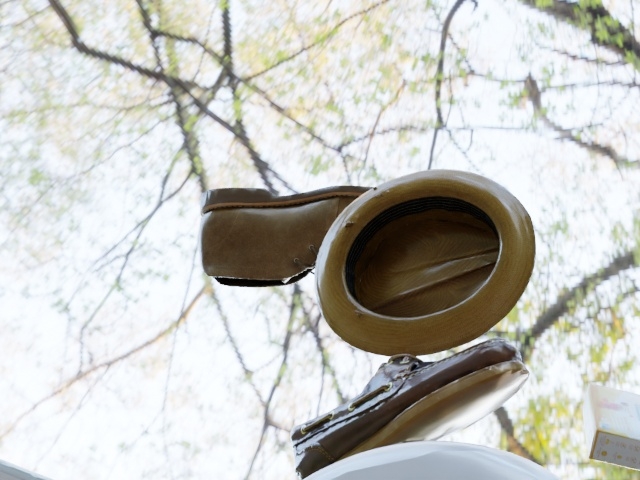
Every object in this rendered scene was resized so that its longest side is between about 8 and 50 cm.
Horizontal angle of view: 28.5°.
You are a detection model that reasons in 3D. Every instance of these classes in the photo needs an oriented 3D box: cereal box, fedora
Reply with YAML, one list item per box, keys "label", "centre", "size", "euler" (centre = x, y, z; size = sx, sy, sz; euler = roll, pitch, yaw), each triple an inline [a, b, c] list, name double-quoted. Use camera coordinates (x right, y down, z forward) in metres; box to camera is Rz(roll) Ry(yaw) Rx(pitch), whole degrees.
- label: "cereal box"
  centre: [0.457, 0.252, 1.593]
  size: [0.240, 0.173, 0.047]
  euler: [12, -76, 5]
- label: "fedora"
  centre: [0.094, 0.030, 1.081]
  size: [0.194, 0.194, 0.079]
  euler: [-15, -34, 15]

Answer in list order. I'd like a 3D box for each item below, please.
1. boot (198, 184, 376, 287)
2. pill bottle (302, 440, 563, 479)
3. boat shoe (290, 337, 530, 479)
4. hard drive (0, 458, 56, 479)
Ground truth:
- label: "boot"
  centre: [0.000, 0.000, 1.490]
  size: [0.305, 0.112, 0.115]
  euler: [-3, -112, 18]
- label: "pill bottle"
  centre: [0.078, 0.264, 0.604]
  size: [0.188, 0.187, 0.334]
  euler: [-11, -48, 13]
- label: "boat shoe"
  centre: [0.057, 0.122, 0.935]
  size: [0.207, 0.073, 0.073]
  euler: [-35, -34, 24]
- label: "hard drive"
  centre: [-0.288, 0.318, 1.455]
  size: [0.353, 0.233, 0.047]
  euler: [22, -110, 1]
